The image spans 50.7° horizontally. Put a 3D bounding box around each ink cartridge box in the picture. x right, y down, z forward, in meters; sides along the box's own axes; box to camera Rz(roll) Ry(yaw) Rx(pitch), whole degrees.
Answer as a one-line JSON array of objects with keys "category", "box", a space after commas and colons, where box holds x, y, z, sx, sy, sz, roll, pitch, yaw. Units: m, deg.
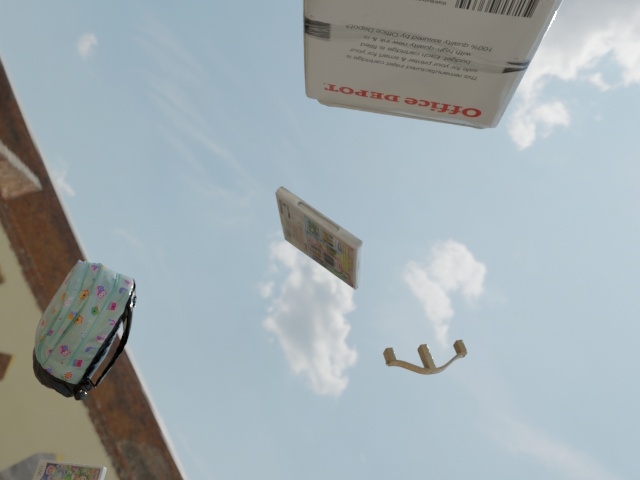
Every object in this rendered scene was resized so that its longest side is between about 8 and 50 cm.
[{"category": "ink cartridge box", "box": [0.095, -0.233, 0.601, 0.289, 0.211, 0.121, 94, 6, -70]}]

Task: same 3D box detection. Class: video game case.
[{"category": "video game case", "box": [0.000, 0.000, 0.977, 0.143, 0.019, 0.157, 35, -19, 17]}, {"category": "video game case", "box": [-0.386, 0.379, 1.012, 0.122, 0.087, 0.011, -1, -30, 21]}]

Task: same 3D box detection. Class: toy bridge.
[{"category": "toy bridge", "box": [0.220, 0.246, 1.401, 0.026, 0.188, 0.063, 110, -31, -48]}]

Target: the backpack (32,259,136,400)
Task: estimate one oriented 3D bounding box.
[{"category": "backpack", "box": [-0.350, 0.121, 0.999, 0.182, 0.115, 0.152, -55, -150, 16]}]
